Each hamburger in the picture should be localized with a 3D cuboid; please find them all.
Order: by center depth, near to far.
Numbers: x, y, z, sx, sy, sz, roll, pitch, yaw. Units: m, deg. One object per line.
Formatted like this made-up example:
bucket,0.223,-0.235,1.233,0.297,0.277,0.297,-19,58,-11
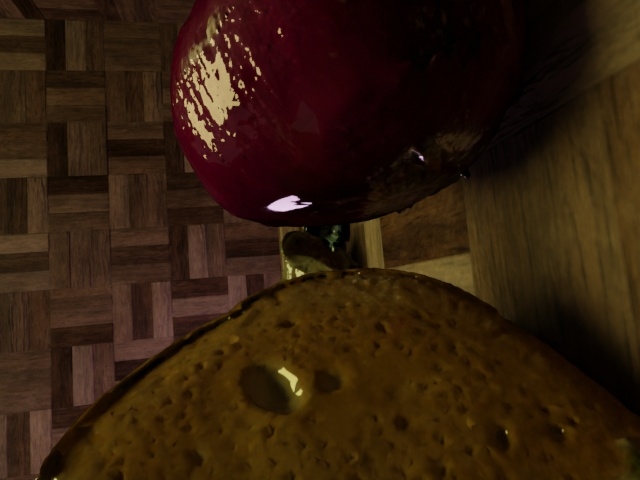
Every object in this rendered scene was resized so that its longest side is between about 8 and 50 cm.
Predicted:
hamburger,0.052,0.174,0.398,0.286,0.446,0.268,-75,-14,-46

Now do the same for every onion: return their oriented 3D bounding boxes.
onion,0.003,-0.201,0.472,0.347,0.348,0.385,113,135,-67

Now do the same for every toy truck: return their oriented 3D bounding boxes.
toy truck,0.000,0.000,1.211,0.126,0.113,0.208,-99,15,-46

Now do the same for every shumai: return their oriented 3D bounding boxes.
shumai,-0.049,0.101,1.102,0.314,0.267,0.262,-155,63,-74
